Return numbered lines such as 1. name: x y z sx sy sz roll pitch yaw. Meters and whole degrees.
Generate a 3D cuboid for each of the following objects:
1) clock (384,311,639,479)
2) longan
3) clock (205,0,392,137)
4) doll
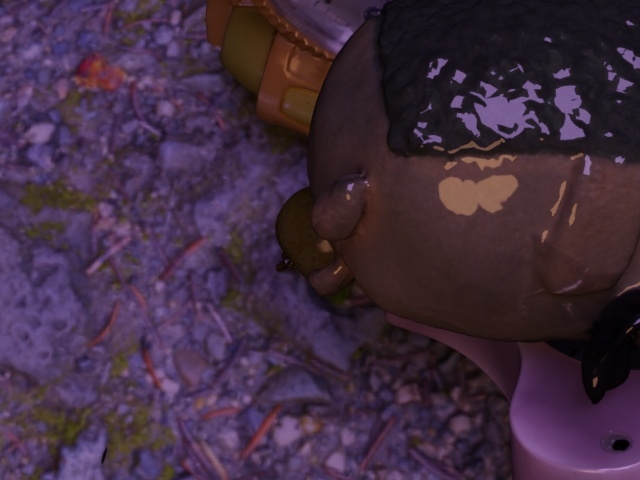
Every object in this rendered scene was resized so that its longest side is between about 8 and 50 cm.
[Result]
1. clock: 0.156 0.062 1.089 0.290 0.080 0.275 15 44 30
2. longan: 0.000 0.000 1.179 0.083 0.075 0.075 -41 72 25
3. clock: 0.055 -0.198 1.127 0.244 0.317 0.200 19 61 4
4. doll: 0.166 -0.029 0.972 0.349 0.247 0.247 1 68 -1
